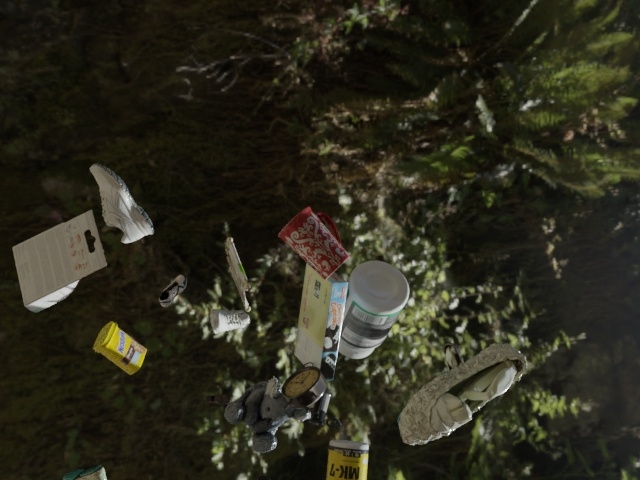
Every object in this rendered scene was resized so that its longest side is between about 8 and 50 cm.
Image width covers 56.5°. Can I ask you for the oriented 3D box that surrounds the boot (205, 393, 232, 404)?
[{"bbox_3d":[-0.346,0.580,2.163,0.114,0.106,0.037,41,53,-59],"label":"boot"}]

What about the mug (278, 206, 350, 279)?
[{"bbox_3d":[0.000,-0.001,1.554,0.169,0.150,0.113,47,-17,4],"label":"mug"}]

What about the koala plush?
[{"bbox_3d":[-0.145,0.514,1.855,0.196,0.203,0.221,47,-43,-5],"label":"koala plush"}]

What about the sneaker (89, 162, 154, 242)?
[{"bbox_3d":[-0.678,-0.118,1.976,0.297,0.129,0.111,60,-8,-19],"label":"sneaker"}]

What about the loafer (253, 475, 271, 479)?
[{"bbox_3d":[-0.102,0.701,1.555,0.220,0.080,0.078,50,-29,0],"label":"loafer"}]

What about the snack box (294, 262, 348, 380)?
[{"bbox_3d":[-0.002,0.248,1.848,0.187,0.060,0.322,34,-60,58],"label":"snack box"}]

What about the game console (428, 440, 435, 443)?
[{"bbox_3d":[0.412,0.618,2.014,0.122,0.107,0.071,-47,-116,28],"label":"game console"}]

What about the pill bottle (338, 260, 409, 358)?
[{"bbox_3d":[0.155,0.248,2.036,0.361,0.204,0.204,109,-26,-51],"label":"pill bottle"}]

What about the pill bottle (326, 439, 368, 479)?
[{"bbox_3d":[0.076,0.700,1.749,0.119,0.119,0.208,122,-26,-73],"label":"pill bottle"}]

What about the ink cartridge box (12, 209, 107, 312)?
[{"bbox_3d":[-0.638,0.049,1.478,0.056,0.224,0.181,68,-4,-63],"label":"ink cartridge box"}]

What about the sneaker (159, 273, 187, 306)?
[{"bbox_3d":[-0.425,0.142,1.720,0.109,0.040,0.044,-58,163,-20],"label":"sneaker"}]

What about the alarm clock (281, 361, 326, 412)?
[{"bbox_3d":[-0.044,0.420,1.747,0.064,0.129,0.192,59,17,-22],"label":"alarm clock"}]

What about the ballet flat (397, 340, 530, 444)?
[{"bbox_3d":[0.386,0.405,1.580,0.147,0.409,0.147,51,-16,21],"label":"ballet flat"}]

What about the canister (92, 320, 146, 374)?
[{"bbox_3d":[-0.718,0.389,2.146,0.170,0.073,0.126,47,23,-26],"label":"canister"}]

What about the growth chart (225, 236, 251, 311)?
[{"bbox_3d":[-0.215,0.087,1.539,0.237,0.021,0.172,103,-34,-65],"label":"growth chart"}]

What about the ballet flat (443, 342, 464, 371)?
[{"bbox_3d":[0.473,0.455,2.073,0.072,0.068,0.213,-35,-132,30],"label":"ballet flat"}]

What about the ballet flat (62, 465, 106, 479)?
[{"bbox_3d":[-0.661,0.671,1.667,0.057,0.168,0.052,-31,98,-57],"label":"ballet flat"}]

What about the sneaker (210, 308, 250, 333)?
[{"bbox_3d":[-0.323,0.285,2.171,0.232,0.115,0.090,12,68,-78],"label":"sneaker"}]

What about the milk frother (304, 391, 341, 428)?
[{"bbox_3d":[0.023,0.715,2.512,0.129,0.143,0.135,124,-14,-58],"label":"milk frother"}]
